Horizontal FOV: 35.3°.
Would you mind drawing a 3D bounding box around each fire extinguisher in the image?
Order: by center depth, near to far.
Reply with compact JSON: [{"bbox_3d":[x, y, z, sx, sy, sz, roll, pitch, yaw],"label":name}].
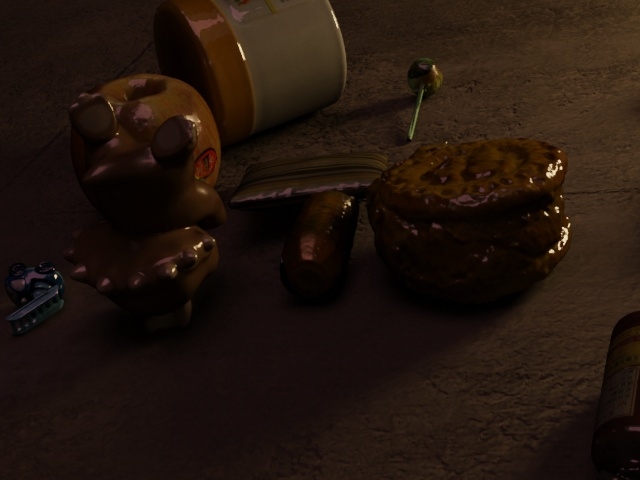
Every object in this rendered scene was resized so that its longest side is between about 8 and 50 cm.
[{"bbox_3d":[0.282,0.159,0.835,0.106,0.075,0.252,2,32,22],"label":"fire extinguisher"}]

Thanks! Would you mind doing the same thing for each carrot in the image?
[{"bbox_3d":[0.000,0.000,1.205,0.082,0.082,0.173,-4,34,13],"label":"carrot"}]

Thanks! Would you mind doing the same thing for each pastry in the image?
[{"bbox_3d":[0.168,-0.026,1.159,0.235,0.132,0.240,6,27,44],"label":"pastry"}]

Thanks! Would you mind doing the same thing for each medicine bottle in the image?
[{"bbox_3d":[-0.112,-0.289,1.582,0.232,0.238,0.238,-24,32,-22],"label":"medicine bottle"}]

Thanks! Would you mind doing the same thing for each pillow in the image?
[{"bbox_3d":[-0.010,-0.082,1.357,0.208,0.052,0.212,-5,14,5],"label":"pillow"}]

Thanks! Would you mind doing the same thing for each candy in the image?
[{"bbox_3d":[0.151,-0.214,1.555,0.061,0.061,0.202,-1,40,18],"label":"candy"}]

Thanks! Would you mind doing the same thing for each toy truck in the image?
[{"bbox_3d":[-0.356,0.074,1.240,0.073,0.056,0.090,-4,43,2],"label":"toy truck"}]

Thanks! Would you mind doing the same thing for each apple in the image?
[{"bbox_3d":[-0.244,-0.127,1.406,0.211,0.188,0.211,-6,32,4],"label":"apple"}]

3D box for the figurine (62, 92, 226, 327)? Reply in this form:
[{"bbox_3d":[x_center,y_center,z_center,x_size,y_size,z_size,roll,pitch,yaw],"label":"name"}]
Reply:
[{"bbox_3d":[-0.206,-0.012,1.138,0.177,0.247,0.173,17,59,10],"label":"figurine"}]
